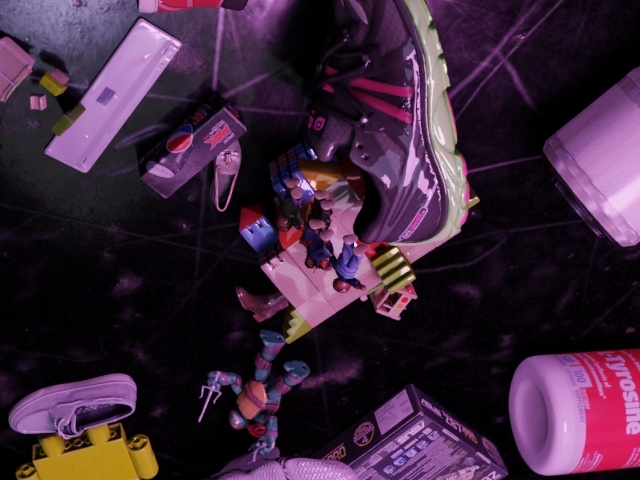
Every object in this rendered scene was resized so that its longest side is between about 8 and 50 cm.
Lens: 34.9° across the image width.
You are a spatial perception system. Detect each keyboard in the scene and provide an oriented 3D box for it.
[{"bbox_3d":[-0.301,-0.204,1.469,0.072,0.014,0.256,30,113,-27],"label":"keyboard"}]

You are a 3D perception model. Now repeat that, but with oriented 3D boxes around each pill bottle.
[{"bbox_3d":[0.596,0.326,1.984,0.408,0.229,0.229,-2,127,-15],"label":"pill bottle"}]

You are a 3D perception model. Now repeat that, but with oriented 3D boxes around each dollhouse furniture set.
[{"bbox_3d":[-0.401,-0.217,1.420,0.152,0.058,0.076,41,113,-13],"label":"dollhouse furniture set"}]

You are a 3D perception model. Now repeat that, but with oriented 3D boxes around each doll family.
[{"bbox_3d":[0.000,0.000,1.470,0.076,0.193,0.111,-13,146,-26],"label":"doll family"}]

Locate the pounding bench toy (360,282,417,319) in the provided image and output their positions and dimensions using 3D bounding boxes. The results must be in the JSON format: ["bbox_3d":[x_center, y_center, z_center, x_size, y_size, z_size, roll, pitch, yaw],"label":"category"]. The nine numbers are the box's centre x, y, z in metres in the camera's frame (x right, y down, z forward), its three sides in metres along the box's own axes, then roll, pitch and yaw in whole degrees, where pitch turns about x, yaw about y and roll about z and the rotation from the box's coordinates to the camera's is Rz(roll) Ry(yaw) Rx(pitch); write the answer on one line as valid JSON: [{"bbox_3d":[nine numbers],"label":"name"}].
[{"bbox_3d":[0.117,0.089,1.781,0.083,0.052,0.065,22,118,-28],"label":"pounding bench toy"}]

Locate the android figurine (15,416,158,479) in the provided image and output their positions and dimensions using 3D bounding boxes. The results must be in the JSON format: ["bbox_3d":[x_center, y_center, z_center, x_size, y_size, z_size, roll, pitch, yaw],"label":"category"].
[{"bbox_3d":[-0.428,0.431,1.891,0.248,0.056,0.272,-12,127,-6],"label":"android figurine"}]

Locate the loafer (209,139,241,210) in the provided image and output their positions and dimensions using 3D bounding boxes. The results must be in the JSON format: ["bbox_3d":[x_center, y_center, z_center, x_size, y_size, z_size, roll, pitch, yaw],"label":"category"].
[{"bbox_3d":[-0.145,-0.103,1.570,0.045,0.039,0.125,1,126,-16],"label":"loafer"}]

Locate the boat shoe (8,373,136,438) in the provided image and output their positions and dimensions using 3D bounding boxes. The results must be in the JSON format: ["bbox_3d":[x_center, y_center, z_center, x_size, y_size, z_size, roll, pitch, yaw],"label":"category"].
[{"bbox_3d":[-0.430,0.298,1.769,0.228,0.081,0.079,-16,129,-4],"label":"boat shoe"}]

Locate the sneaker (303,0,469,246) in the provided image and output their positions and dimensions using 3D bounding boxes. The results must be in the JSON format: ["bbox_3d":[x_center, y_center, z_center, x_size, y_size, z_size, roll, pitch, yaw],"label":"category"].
[{"bbox_3d":[0.066,-0.205,1.392,0.202,0.185,0.482,-17,106,-3],"label":"sneaker"}]

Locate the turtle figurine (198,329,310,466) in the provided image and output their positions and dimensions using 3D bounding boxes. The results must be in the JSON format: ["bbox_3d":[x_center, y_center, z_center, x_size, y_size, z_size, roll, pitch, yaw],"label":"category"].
[{"bbox_3d":[-0.121,0.281,1.827,0.175,0.118,0.234,39,113,9],"label":"turtle figurine"}]

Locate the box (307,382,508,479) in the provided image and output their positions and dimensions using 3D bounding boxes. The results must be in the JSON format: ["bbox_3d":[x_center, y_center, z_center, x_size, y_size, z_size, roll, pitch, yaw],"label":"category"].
[{"bbox_3d":[0.136,0.493,2.068,0.395,0.097,0.318,-40,125,16],"label":"box"}]

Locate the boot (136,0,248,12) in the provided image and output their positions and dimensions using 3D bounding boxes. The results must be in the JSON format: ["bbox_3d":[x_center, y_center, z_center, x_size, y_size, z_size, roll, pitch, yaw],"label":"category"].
[{"bbox_3d":[-0.148,-0.407,1.312,0.176,0.088,0.244,-3,135,-14],"label":"boot"}]

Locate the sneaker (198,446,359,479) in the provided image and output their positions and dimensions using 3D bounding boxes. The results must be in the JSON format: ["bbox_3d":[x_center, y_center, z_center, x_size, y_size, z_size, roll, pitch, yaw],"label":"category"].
[{"bbox_3d":[-0.074,0.449,1.878,0.366,0.210,0.137,-16,90,24],"label":"sneaker"}]

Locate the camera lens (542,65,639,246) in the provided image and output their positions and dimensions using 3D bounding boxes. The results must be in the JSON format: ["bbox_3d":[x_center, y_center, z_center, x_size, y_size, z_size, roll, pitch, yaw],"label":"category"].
[{"bbox_3d":[0.509,-0.142,1.608,0.274,0.219,0.219,-40,126,15],"label":"camera lens"}]

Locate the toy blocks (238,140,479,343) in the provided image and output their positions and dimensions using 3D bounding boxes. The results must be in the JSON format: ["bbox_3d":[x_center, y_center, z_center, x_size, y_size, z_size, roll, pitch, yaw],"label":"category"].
[{"bbox_3d":[0.024,-0.049,1.594,0.381,0.190,0.261,-34,116,10],"label":"toy blocks"}]

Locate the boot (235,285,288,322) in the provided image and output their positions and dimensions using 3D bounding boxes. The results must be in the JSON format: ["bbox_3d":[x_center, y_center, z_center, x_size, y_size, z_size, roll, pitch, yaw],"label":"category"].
[{"bbox_3d":[-0.077,0.086,1.734,0.114,0.037,0.106,-27,142,9],"label":"boot"}]

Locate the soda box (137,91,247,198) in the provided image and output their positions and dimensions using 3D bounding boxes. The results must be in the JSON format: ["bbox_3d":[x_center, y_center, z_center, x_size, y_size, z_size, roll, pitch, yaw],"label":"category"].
[{"bbox_3d":[-0.193,-0.141,1.519,0.169,0.053,0.060,-39,127,14],"label":"soda box"}]
